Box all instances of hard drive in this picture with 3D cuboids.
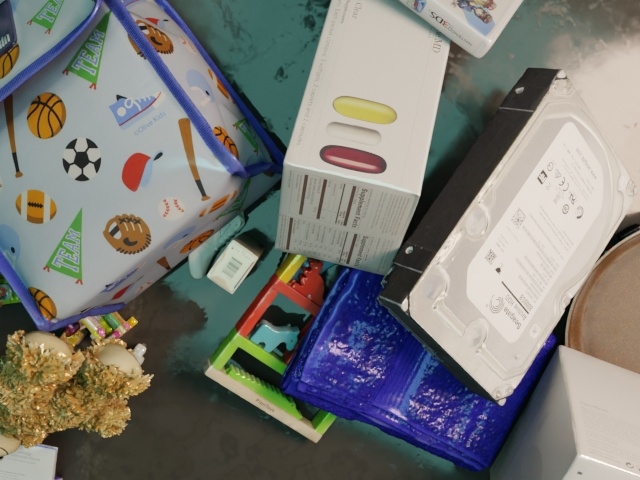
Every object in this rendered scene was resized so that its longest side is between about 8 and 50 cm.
[{"bbox_3d":[0.233,-0.002,1.010,0.339,0.064,0.237,-53,125,-12],"label":"hard drive"}]

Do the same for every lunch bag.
[{"bbox_3d":[-0.288,-0.141,1.018,0.328,0.239,0.385,-36,83,14],"label":"lunch bag"}]

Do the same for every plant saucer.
[{"bbox_3d":[0.470,0.118,1.105,0.310,0.050,0.310,0,102,2],"label":"plant saucer"}]

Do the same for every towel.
[{"bbox_3d":[0.131,0.156,1.089,0.308,0.076,0.227,26,97,-15],"label":"towel"}]

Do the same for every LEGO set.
[{"bbox_3d":[-0.364,0.096,1.126,0.287,0.107,0.132,27,95,0],"label":"LEGO set"}]

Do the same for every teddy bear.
[{"bbox_3d":[-0.350,0.193,1.038,0.338,0.245,0.113,-17,64,29],"label":"teddy bear"}]

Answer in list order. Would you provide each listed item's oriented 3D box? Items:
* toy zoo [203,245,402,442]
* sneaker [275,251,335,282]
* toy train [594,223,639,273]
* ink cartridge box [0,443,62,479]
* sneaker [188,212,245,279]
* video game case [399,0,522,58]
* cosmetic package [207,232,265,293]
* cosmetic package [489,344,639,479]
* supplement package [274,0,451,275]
[{"bbox_3d":[0.009,0.105,1.118,0.192,0.030,0.293,35,96,-20],"label":"toy zoo"},{"bbox_3d":[0.000,0.000,1.134,0.073,0.063,0.162,23,102,-15],"label":"sneaker"},{"bbox_3d":[0.370,0.023,1.127,0.158,0.027,0.036,-32,89,4],"label":"toy train"},{"bbox_3d":[-0.470,0.362,1.184,0.206,0.045,0.208,11,97,2],"label":"ink cartridge box"},{"bbox_3d":[-0.136,-0.017,1.133,0.061,0.054,0.152,18,95,-2],"label":"sneaker"},{"bbox_3d":[0.134,-0.395,0.997,0.300,0.036,0.329,37,54,-1],"label":"video game case"},{"bbox_3d":[-0.107,0.028,1.104,0.041,0.115,0.060,36,97,-2],"label":"cosmetic package"},{"bbox_3d":[0.311,0.291,1.025,0.138,0.224,0.224,20,117,-1],"label":"cosmetic package"},{"bbox_3d":[0.051,-0.128,0.988,0.145,0.204,0.262,13,63,1],"label":"supplement package"}]
